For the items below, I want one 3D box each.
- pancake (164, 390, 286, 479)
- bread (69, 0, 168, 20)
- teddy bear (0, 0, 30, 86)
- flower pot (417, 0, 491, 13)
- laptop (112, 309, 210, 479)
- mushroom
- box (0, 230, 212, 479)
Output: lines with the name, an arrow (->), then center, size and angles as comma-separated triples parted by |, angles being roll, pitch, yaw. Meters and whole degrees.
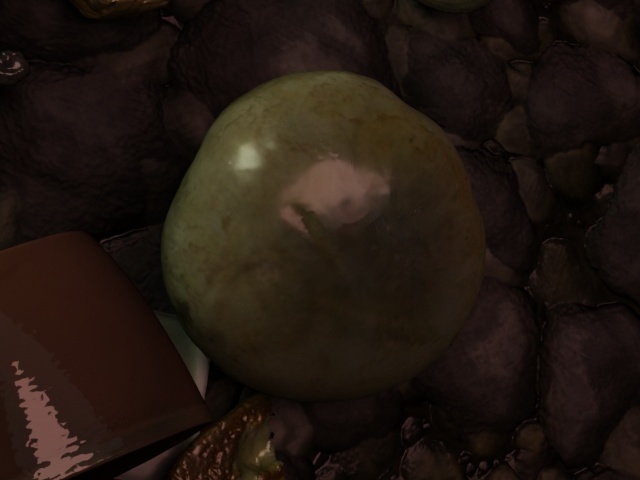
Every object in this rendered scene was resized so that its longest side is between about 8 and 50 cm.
pancake -> -0.104, 0.323, 1.692 | 0.197, 0.054, 0.376 | 32, 68, -25
bread -> -0.237, -0.344, 1.749 | 0.140, 0.106, 0.236 | -19, 87, -24
teddy bear -> -0.366, -0.232, 1.644 | 0.171, 0.144, 0.251 | 7, 76, -24
flower pot -> 0.192, -0.392, 1.926 | 0.203, 0.212, 0.212 | -32, 93, -41
laptop -> -0.243, 0.148, 1.687 | 0.269, 0.015, 0.187 | 14, 73, -21
mushroom -> 0.000, 0.000, 1.698 | 0.352, 0.260, 0.352 | -6, 106, -20
box -> -0.273, 0.135, 1.507 | 0.301, 0.301, 0.216 | -22, 84, -27
